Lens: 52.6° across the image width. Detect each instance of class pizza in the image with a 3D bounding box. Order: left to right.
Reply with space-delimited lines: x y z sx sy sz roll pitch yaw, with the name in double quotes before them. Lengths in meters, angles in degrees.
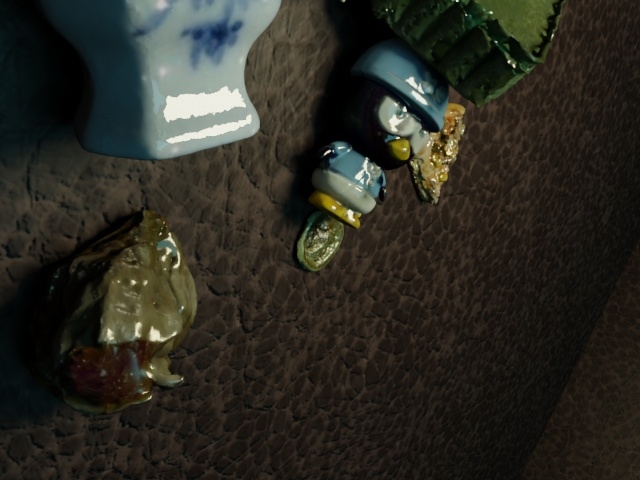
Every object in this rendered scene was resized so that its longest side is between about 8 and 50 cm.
"pizza" 0.211 -0.152 1.191 0.185 0.052 0.195 -27 128 -36

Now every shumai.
"shumai" -0.196 0.097 0.710 0.218 0.185 0.183 -43 137 -28

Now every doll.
"doll" 0.095 -0.172 0.967 0.177 0.141 0.314 29 89 -43

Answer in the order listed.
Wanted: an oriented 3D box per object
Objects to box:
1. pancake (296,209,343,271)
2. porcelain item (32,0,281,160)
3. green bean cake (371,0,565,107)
"pancake" -0.001 0.001 1.040 0.108 0.017 0.108 -21 120 -41
"porcelain item" -0.146 -0.288 0.579 0.243 0.179 0.405 -23 126 -43
"green bean cake" 0.208 -0.344 0.917 0.255 0.132 0.241 36 55 -11
